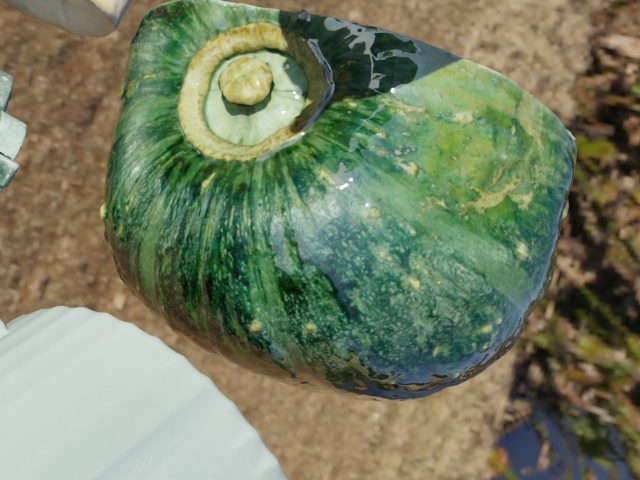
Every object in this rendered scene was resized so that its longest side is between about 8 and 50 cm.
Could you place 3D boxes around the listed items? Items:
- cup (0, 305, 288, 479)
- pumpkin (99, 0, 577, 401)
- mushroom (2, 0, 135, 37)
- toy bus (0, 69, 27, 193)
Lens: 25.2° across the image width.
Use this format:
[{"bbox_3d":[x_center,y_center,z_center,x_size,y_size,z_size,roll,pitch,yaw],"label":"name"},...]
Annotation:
[{"bbox_3d":[-0.206,0.187,0.701,0.311,0.331,0.256,-37,157,-40],"label":"cup"},{"bbox_3d":[0.000,0.000,0.912,0.263,0.293,0.196,53,53,-66],"label":"pumpkin"},{"bbox_3d":[-0.154,-0.367,1.074,0.356,0.315,0.315,-36,135,-25],"label":"mushroom"},{"bbox_3d":[-0.301,-0.070,1.016,0.128,0.256,0.147,29,100,-23],"label":"toy bus"}]
